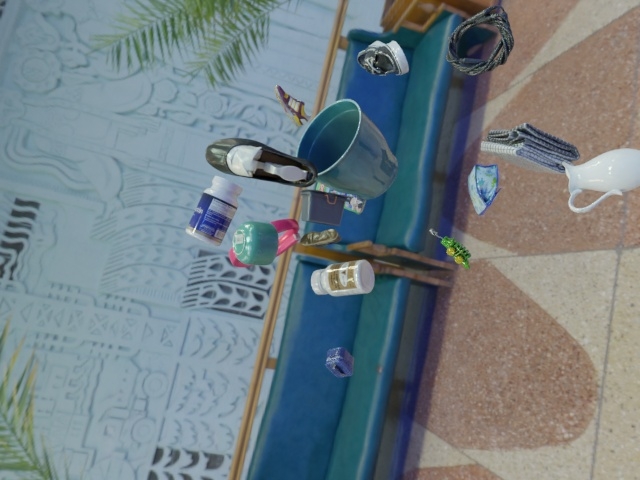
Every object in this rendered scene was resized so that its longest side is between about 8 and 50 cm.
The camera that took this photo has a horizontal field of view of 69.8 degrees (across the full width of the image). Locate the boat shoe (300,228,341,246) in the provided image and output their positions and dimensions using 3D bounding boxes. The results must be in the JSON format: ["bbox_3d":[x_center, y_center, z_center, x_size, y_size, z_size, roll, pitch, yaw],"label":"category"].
[{"bbox_3d":[0.000,0.000,1.513,0.152,0.049,0.056,-6,53,40],"label":"boat shoe"}]

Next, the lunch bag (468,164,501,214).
[{"bbox_3d":[0.567,-0.173,1.590,0.129,0.097,0.151,54,-141,-75],"label":"lunch bag"}]

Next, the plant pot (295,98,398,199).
[{"bbox_3d":[0.105,-0.268,1.479,0.272,0.255,0.271,-27,49,36],"label":"plant pot"}]

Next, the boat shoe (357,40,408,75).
[{"bbox_3d":[0.195,-0.590,1.507,0.108,0.102,0.301,60,-178,-32],"label":"boat shoe"}]

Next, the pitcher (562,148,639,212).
[{"bbox_3d":[0.841,-0.175,1.354,0.207,0.126,0.177,-9,69,35],"label":"pitcher"}]

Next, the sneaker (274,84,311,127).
[{"bbox_3d":[-0.112,-0.554,1.852,0.084,0.185,0.069,-33,23,0],"label":"sneaker"}]

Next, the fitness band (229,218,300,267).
[{"bbox_3d":[-0.192,0.015,1.594,0.291,0.209,0.054,-37,70,39],"label":"fitness band"}]

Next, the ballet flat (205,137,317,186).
[{"bbox_3d":[-0.136,-0.188,1.110,0.096,0.281,0.095,-127,47,-70],"label":"ballet flat"}]

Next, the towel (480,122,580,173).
[{"bbox_3d":[0.789,-0.347,1.736,0.235,0.284,0.121,-132,60,-71],"label":"towel"}]

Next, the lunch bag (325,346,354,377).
[{"bbox_3d":[0.061,0.390,1.457,0.067,0.098,0.065,-23,36,27],"label":"lunch bag"}]

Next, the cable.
[{"bbox_3d":[0.419,-0.517,1.217,0.185,0.047,0.150,-15,101,46],"label":"cable"}]

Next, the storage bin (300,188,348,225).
[{"bbox_3d":[0.009,-0.093,1.336,0.098,0.135,0.090,5,88,64],"label":"storage bin"}]

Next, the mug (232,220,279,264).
[{"bbox_3d":[-0.203,0.018,1.347,0.157,0.098,0.129,-60,45,29],"label":"mug"}]

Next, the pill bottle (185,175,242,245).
[{"bbox_3d":[-0.429,-0.122,1.879,0.264,0.153,0.153,-66,13,-4],"label":"pill bottle"}]

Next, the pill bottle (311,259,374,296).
[{"bbox_3d":[0.084,0.153,1.807,0.230,0.131,0.131,-11,59,33],"label":"pill bottle"}]

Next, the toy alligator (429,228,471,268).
[{"bbox_3d":[0.457,0.017,1.571,0.051,0.189,0.056,-46,-6,38],"label":"toy alligator"}]

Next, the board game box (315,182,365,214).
[{"bbox_3d":[0.114,-0.287,1.862,0.046,0.214,0.317,-43,-27,-59],"label":"board game box"}]
